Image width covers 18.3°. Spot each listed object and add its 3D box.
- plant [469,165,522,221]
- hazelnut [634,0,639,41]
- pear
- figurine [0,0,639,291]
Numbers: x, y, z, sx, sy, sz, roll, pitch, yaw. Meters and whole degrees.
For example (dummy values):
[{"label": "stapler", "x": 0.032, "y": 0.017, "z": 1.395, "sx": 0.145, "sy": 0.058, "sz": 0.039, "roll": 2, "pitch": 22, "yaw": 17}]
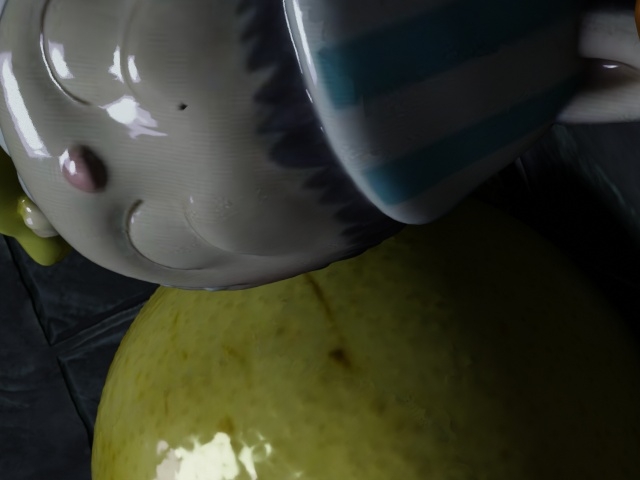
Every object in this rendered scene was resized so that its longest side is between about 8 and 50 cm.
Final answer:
[{"label": "plant", "x": 0.087, "y": -0.034, "z": 1.302, "sx": 0.116, "sy": 0.104, "sz": 0.122, "roll": -58, "pitch": 11, "yaw": 34}, {"label": "hazelnut", "x": 0.174, "y": -0.069, "z": 0.630, "sx": 0.150, "sy": 0.150, "sz": 0.150, "roll": 61, "pitch": 168, "yaw": 23}, {"label": "pear", "x": 0.036, "y": 0.130, "z": 1.161, "sx": 0.348, "sy": 0.348, "sz": 0.348, "roll": 61, "pitch": 168, "yaw": 23}, {"label": "figurine", "x": 0.034, "y": -0.079, "z": 0.952, "sx": 0.361, "sy": 0.377, "sz": 0.266, "roll": 1, "pitch": -77, "yaw": -63}]
